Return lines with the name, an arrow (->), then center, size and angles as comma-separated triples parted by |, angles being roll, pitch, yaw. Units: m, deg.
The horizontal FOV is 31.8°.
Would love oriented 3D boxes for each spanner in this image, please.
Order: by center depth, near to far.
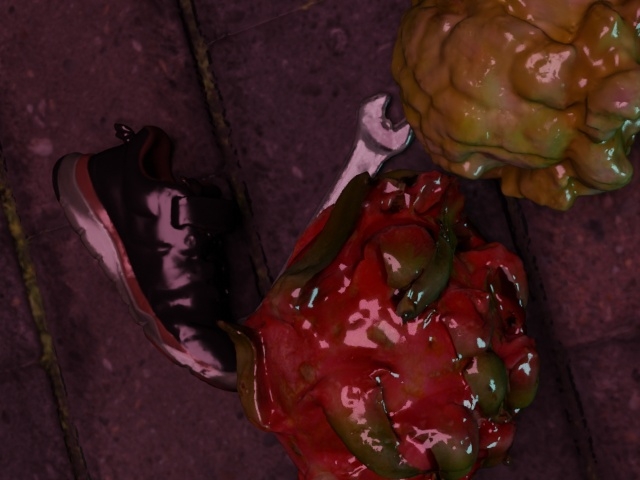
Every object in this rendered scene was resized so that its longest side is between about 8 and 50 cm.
spanner -> 0.000, 0.000, 1.058 | 0.071, 0.017, 0.302 | 33, 100, 14

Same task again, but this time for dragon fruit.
dragon fruit -> 0.060, 0.090, 0.927 | 0.237, 0.231, 0.303 | 10, 95, 23

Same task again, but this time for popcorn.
popcorn -> 0.179, -0.135, 0.898 | 0.259, 0.212, 0.259 | -2, 50, 3

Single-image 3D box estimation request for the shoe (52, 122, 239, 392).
shoe -> -0.129, 0.008, 1.056 | 0.137, 0.114, 0.291 | -37, 76, 9
